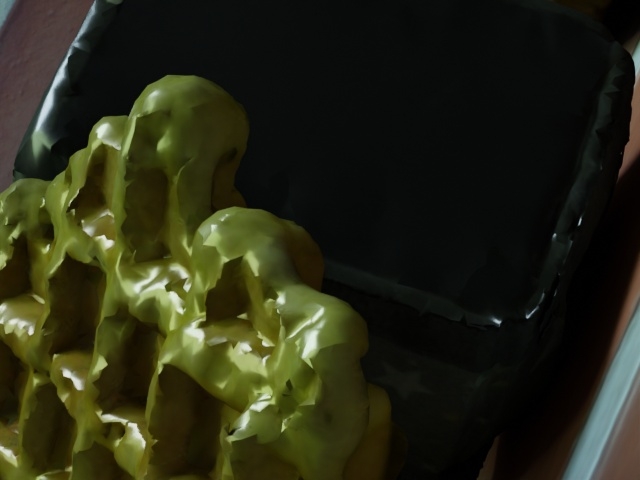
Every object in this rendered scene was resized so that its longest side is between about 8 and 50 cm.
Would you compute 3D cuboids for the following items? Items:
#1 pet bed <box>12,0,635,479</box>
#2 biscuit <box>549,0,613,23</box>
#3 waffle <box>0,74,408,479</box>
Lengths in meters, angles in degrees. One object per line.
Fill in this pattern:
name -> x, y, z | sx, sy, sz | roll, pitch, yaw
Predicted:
pet bed -> -0.001, -0.006, 0.687 | 0.159, 0.211, 0.183 | 102, -171, -54
biscuit -> 0.177, -0.250, 0.893 | 0.359, 0.046, 0.359 | 20, -90, -87
waffle -> -0.056, 0.120, 0.530 | 0.307, 0.060, 0.311 | -52, 46, 44
